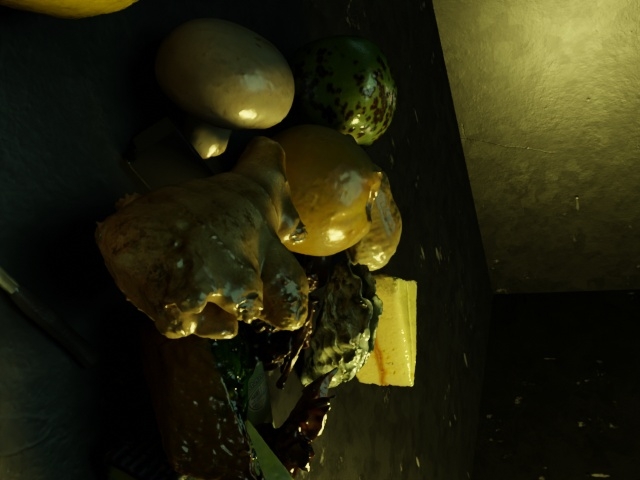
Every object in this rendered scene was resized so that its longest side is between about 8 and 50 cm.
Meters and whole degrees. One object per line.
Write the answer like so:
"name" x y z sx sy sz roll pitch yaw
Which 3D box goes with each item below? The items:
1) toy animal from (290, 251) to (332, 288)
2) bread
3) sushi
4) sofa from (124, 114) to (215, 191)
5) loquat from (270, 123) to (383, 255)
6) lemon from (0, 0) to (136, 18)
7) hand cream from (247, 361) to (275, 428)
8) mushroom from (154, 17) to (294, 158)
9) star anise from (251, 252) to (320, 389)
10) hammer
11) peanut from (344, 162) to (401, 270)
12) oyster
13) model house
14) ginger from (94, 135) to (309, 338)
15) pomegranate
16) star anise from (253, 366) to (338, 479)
"toy animal" 0.000 0.000 1.184 0.186 0.093 0.215 29 68 -56
"bread" 0.130 0.211 1.311 0.163 0.167 0.264 17 71 -61
"sushi" -0.137 0.156 0.687 0.140 0.287 0.149 -1 124 -31
"sofa" -0.205 -0.096 0.800 0.060 0.085 0.147 51 -4 46
"loquat" -0.018 -0.087 0.977 0.244 0.243 0.244 20 68 -62
"lemon" -0.254 -0.341 0.499 0.322 0.268 0.269 -20 104 -76
"hand cream" -0.109 0.273 0.940 0.086 0.055 0.235 -46 135 -52
"mushroom" -0.147 -0.213 0.821 0.204 0.204 0.204 20 68 -62
"star anise" -0.062 0.117 0.983 0.190 0.125 0.220 -69 142 -49
"hammer" -0.311 0.064 0.583 0.103 0.029 0.246 -70 146 -42
"peanut" 0.098 -0.050 1.134 0.129 0.129 0.225 -42 125 -59
"oyster" 0.032 0.170 1.089 0.112 0.198 0.268 11 82 -19
"model house" -0.181 0.309 0.723 0.211 0.170 0.194 55 32 1
"ginger" -0.089 -0.016 0.692 0.375 0.236 0.166 -44 155 -45
"pomegranate" 0.035 -0.274 1.115 0.254 0.254 0.271 41 47 -56
"star anise" -0.060 0.317 0.912 0.272 0.102 0.272 -61 180 1
